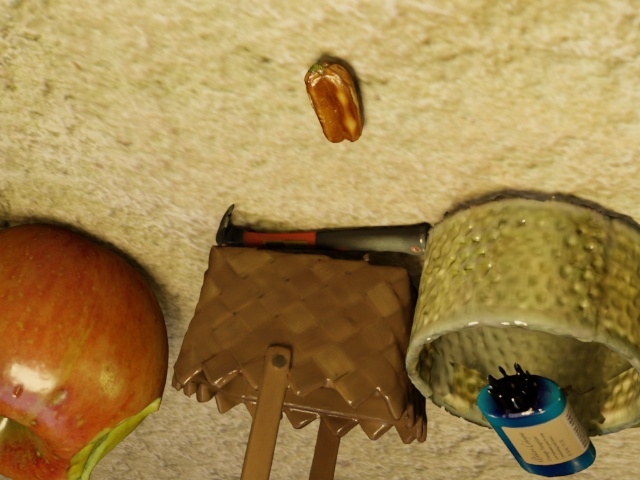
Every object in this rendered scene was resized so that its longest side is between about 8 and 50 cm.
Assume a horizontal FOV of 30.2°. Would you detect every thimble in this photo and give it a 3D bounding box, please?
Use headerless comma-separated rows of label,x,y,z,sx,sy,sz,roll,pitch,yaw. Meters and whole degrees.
thimble,0.229,0.090,1.252,0.271,0.150,0.271,10,148,6

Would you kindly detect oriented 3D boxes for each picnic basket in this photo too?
picnic basket,-0.022,0.184,1.379,0.291,0.321,0.254,5,164,16

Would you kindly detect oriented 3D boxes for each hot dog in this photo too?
hot dog,0.015,-0.135,1.155,0.049,0.037,0.122,0,152,11

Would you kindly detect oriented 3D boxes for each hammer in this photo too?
hammer,0.000,0.000,1.384,0.288,0.033,0.111,0,145,31

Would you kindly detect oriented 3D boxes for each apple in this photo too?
apple,-0.364,0.147,1.577,0.339,0.339,0.339,15,150,9

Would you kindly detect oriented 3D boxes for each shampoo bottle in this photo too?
shampoo bottle,0.219,0.184,1.212,0.087,0.050,0.183,-8,143,26

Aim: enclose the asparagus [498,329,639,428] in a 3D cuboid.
asparagus,0.333,0.166,1.408,0.343,0.082,0.085,16,126,5
